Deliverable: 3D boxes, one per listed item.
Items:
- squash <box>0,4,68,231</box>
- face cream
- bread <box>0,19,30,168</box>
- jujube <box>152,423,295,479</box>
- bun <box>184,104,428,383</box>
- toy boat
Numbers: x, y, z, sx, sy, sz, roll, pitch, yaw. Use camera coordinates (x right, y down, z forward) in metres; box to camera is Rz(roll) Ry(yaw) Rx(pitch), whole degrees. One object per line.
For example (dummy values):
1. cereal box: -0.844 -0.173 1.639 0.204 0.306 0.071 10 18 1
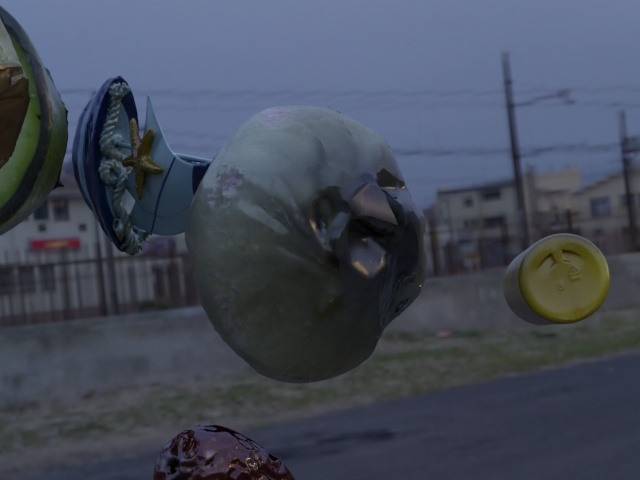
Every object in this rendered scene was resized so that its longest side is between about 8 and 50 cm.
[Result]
1. squash: -0.384 -0.113 1.244 0.263 0.263 0.384 -6 4 -9
2. face cream: 0.215 0.042 1.196 0.078 0.078 0.273 -6 -5 4
3. bread: -0.332 -0.091 0.881 0.241 0.107 0.136 -18 -31 -38
4. jujube: -0.062 0.182 0.919 0.077 0.077 0.129 -8 -36 41
5. bun: -0.004 -0.001 1.227 0.273 0.272 0.168 -5 0 -39
6. toy boat: -0.183 -0.076 1.468 0.067 0.220 0.291 -14 20 -43
